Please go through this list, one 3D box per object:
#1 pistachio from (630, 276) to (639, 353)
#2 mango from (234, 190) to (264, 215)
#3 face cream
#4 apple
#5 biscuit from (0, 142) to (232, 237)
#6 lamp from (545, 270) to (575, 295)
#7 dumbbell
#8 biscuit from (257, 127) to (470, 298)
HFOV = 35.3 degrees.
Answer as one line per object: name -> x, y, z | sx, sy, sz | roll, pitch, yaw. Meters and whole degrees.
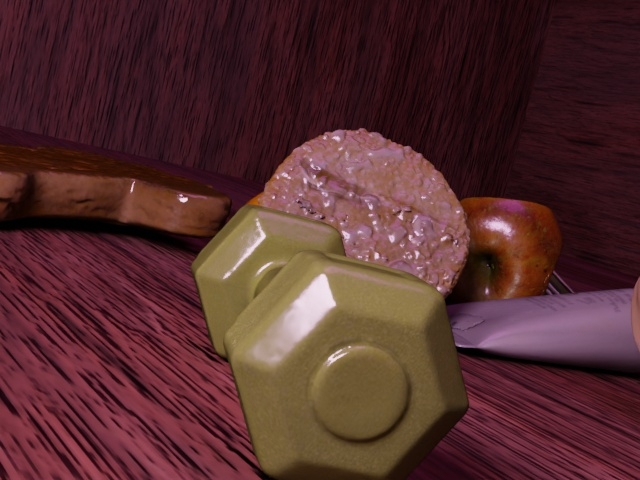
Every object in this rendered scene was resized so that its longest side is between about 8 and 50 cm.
pistachio -> 0.425, 0.090, 0.849 | 0.318, 0.214, 0.193 | 27, -8, 22
mango -> 0.000, 0.000, 1.042 | 0.219, 0.112, 0.145 | 1, 52, -26
face cream -> 0.255, 0.090, 1.046 | 0.314, 0.089, 0.143 | 4, 9, -18
apple -> 0.197, 0.018, 1.157 | 0.146, 0.163, 0.147 | 21, 19, 15
biscuit -> -0.319, -0.059, 1.164 | 0.368, 0.076, 0.394 | 19, 10, 40
lamp -> 0.232, 0.054, 1.356 | 0.203, 0.125, 0.283 | 40, 14, 26
dumbbell -> -0.010, 0.049, 0.599 | 0.121, 0.108, 0.302 | 13, 5, -12
biscuit -> 0.043, -0.014, 0.982 | 0.219, 0.220, 0.033 | 13, -26, -10
